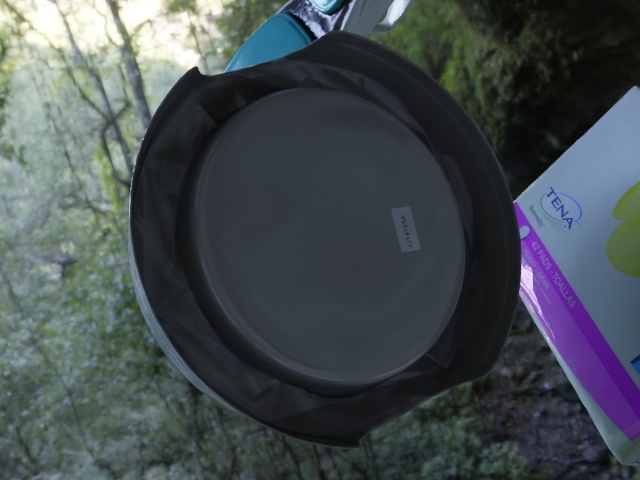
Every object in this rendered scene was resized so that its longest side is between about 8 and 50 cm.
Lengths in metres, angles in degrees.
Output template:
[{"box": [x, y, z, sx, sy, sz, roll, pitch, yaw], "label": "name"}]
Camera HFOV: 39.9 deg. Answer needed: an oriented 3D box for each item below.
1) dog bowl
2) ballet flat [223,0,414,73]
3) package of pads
[{"box": [0.000, 0.000, 0.744, 0.348, 0.349, 0.102, -18, -5, -29], "label": "dog bowl"}, {"box": [0.017, -0.236, 1.005, 0.400, 0.139, 0.139, -52, -13, 24], "label": "ballet flat"}, {"box": [0.308, 0.025, 0.818, 0.101, 0.296, 0.229, 20, -56, -40], "label": "package of pads"}]
